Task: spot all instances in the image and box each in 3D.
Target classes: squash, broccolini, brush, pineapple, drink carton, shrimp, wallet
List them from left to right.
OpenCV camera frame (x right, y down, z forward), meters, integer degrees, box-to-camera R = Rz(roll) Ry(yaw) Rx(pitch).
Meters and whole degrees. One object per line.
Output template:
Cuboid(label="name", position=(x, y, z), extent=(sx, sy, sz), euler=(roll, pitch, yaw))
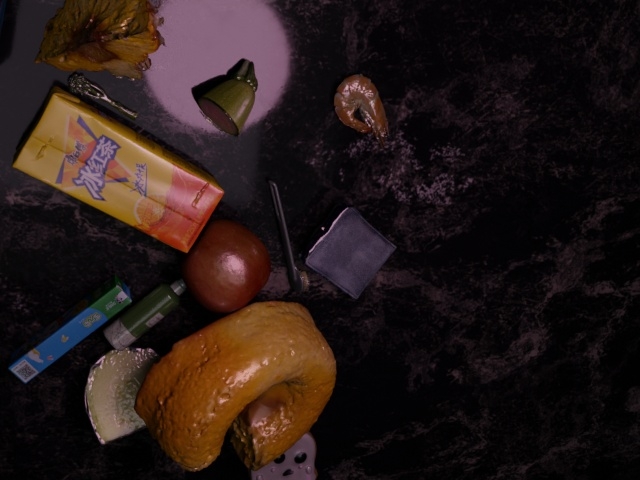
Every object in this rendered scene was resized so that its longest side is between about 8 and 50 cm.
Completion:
Cuboid(label="broccolini", position=(-0.401, -0.259, 1.227), extent=(0.140, 0.030, 0.035), euler=(32, 52, -33))
Cuboid(label="pineapple", position=(-0.352, -0.370, 1.167), extent=(0.164, 0.249, 0.140), euler=(15, 70, -56))
Cuboid(label="drink carton", position=(-0.371, -0.129, 1.248), extent=(0.351, 0.111, 0.155), euler=(30, 96, -27))
Cuboid(label="squash", position=(-0.412, 0.317, 1.429), extent=(0.192, 0.085, 0.184), euler=(-18, 87, -20))
Cuboid(label="squash", position=(-0.160, -0.283, 1.294), extent=(0.105, 0.105, 0.132), euler=(48, 70, -28))
Cuboid(label="brush", position=(-0.072, -0.008, 1.445), extent=(0.027, 0.062, 0.266), euler=(-24, 113, -28))
Cuboid(label="wallet", position=(0.065, 0.024, 1.490), extent=(0.167, 0.036, 0.222), euler=(-53, 133, 0))
Cuboid(label="shrimp", position=(0.093, -0.267, 1.413), extent=(0.099, 0.041, 0.180), euler=(-35, 119, -5))

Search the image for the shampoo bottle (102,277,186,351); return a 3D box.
Cuboid(label="shampoo bottle", position=(-0.353, 0.144, 1.386), extent=(0.204, 0.065, 0.065), euler=(-40, 118, -4))

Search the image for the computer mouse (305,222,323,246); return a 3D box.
Cuboid(label="computer mouse", position=(0.000, 0.000, 1.483), extent=(0.056, 0.032, 0.110), euler=(31, 101, -36))

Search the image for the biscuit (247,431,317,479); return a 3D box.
Cuboid(label="biscuit", position=(-0.089, 0.555, 1.650), extent=(0.181, 0.049, 0.208), euler=(-5, 113, -20))

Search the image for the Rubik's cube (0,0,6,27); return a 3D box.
Cuboid(label="Rubik's cube", position=(-0.614, -0.402, 0.934), extent=(0.313, 0.316, 0.318), euler=(11, 106, -25))

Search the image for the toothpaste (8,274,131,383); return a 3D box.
Cuboid(label="toothpaste", position=(-0.503, 0.177, 1.337), extent=(0.266, 0.065, 0.050), euler=(-38, 115, -4))

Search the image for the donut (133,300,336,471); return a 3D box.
Cuboid(label="donut", position=(-0.135, 0.311, 1.387), extent=(0.378, 0.163, 0.435), euler=(-52, 143, 8))

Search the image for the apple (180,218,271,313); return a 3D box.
Cuboid(label="apple", position=(-0.194, 0.054, 1.349), extent=(0.168, 0.181, 0.181), euler=(38, 93, -20))
